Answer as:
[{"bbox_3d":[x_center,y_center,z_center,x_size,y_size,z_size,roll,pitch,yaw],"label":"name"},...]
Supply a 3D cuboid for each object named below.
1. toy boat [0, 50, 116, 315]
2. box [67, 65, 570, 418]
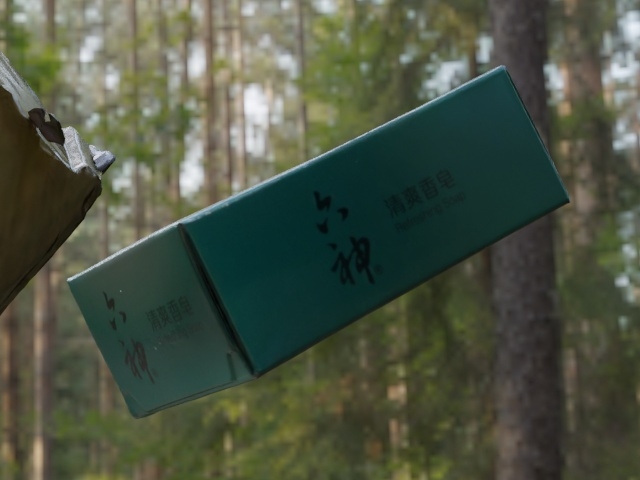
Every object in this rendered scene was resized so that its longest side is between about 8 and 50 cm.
[{"bbox_3d":[-0.236,0.064,0.573,0.162,0.445,0.136,-9,-55,44],"label":"toy boat"},{"bbox_3d":[0.000,0.000,0.993,0.245,0.092,0.153,-28,2,-34],"label":"box"}]
